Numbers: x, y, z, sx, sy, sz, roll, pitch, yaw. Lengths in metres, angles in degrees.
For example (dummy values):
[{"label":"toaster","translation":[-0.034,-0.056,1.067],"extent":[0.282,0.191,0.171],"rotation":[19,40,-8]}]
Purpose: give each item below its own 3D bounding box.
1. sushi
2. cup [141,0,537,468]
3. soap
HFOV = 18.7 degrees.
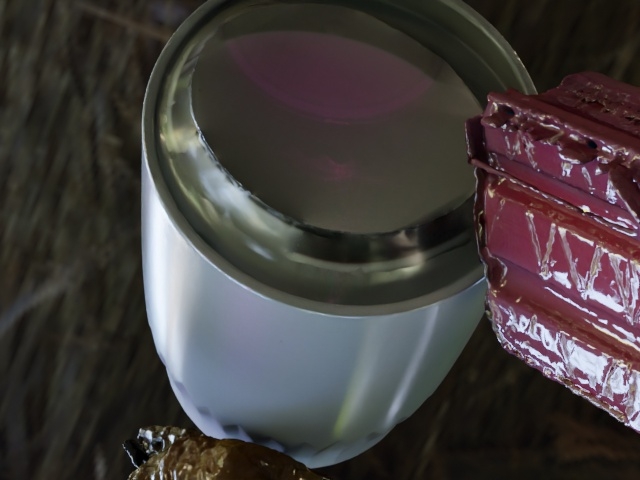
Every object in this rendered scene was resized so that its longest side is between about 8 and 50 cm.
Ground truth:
[{"label":"sushi","translation":[-0.029,0.241,1.382],"extent":[0.149,0.140,0.287],"rotation":[-32,-91,-47]},{"label":"cup","translation":[0.000,0.000,1.342],"extent":[0.253,0.371,0.253],"rotation":[3,-116,-6]},{"label":"soap","translation":[0.184,0.017,1.061],"extent":[0.099,0.162,0.250],"rotation":[-13,-156,-25]}]
